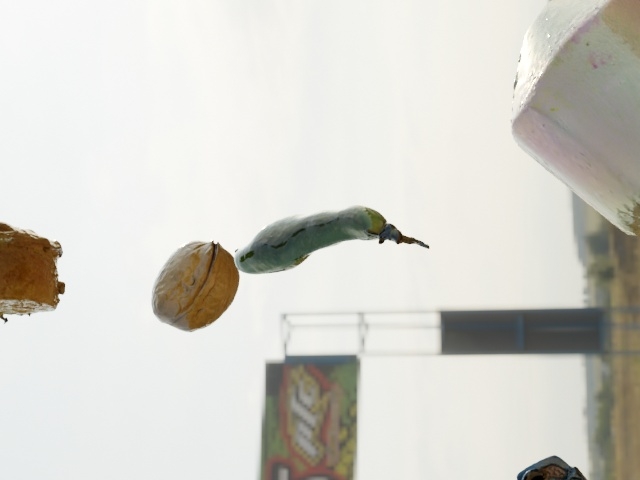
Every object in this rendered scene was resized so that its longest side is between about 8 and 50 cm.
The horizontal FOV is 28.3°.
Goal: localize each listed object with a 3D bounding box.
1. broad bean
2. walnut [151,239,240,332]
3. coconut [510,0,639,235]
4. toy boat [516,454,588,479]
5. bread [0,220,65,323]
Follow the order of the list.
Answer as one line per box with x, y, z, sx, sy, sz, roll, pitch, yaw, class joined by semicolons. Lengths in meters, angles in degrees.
-0.006;-0.004;1.623;0.067;0.325;0.075;2;-99;-43;broad bean
-0.224;0.081;2.309;0.180;0.144;0.144;-61;-12;4;walnut
0.395;-0.192;1.634;0.309;0.297;0.297;48;180;19;coconut
0.333;0.383;1.631;0.223;0.100;0.097;61;-164;5;toy boat
-0.483;0.047;1.831;0.139;0.229;0.143;144;119;-71;bread
